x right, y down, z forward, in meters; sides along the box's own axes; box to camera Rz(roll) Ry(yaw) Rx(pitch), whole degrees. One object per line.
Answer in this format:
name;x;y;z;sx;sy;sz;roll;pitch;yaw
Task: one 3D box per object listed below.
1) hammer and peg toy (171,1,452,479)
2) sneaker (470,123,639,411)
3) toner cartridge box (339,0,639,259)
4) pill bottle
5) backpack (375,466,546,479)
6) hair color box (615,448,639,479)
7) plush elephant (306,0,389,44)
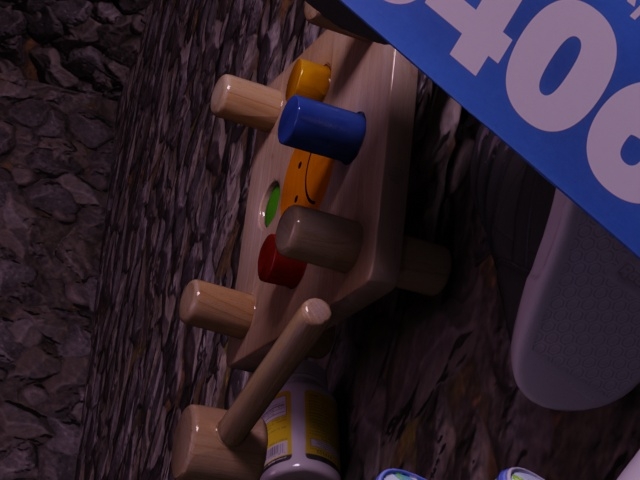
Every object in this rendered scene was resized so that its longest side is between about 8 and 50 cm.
hammer and peg toy;0.000;0.000;1.135;0.266;0.127;0.361;-36;43;57
sneaker;0.142;-0.074;0.737;0.147;0.105;0.295;-106;27;-52
toner cartridge box;0.089;-0.138;0.601;0.348;0.075;0.165;43;120;22
pill bottle;-0.017;0.152;1.218;0.116;0.065;0.065;-92;21;-45
backpack;0.053;0.117;0.450;0.084;0.114;0.105;-52;20;14
hair color box;0.158;0.150;0.481;0.185;0.114;0.374;-93;22;-47
plush elephant;0.077;-0.256;0.891;0.272;0.330;0.255;-6;50;58
